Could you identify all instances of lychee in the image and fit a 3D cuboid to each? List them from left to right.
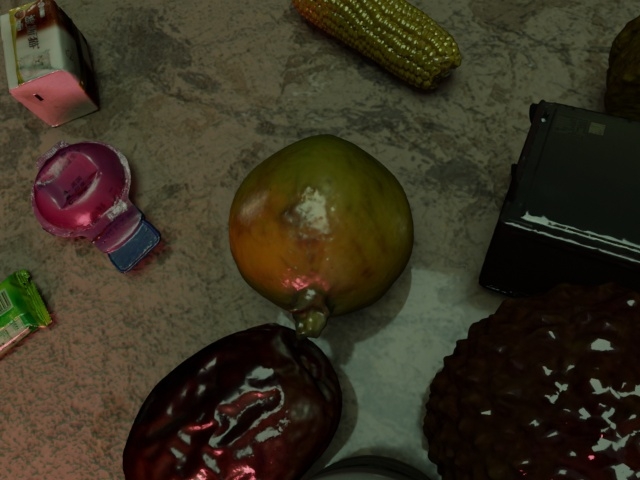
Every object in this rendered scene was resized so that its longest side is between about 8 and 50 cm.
[{"bbox_3d":[0.245,0.170,0.464,0.304,0.276,0.275,-13,68,25],"label":"lychee"}]

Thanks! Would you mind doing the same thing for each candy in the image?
[{"bbox_3d":[-0.463,0.128,0.715,0.178,0.032,0.102,-38,73,-7],"label":"candy"}]

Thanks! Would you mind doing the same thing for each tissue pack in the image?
[{"bbox_3d":[-0.418,-0.276,0.808,0.099,0.106,0.148,-20,70,2],"label":"tissue pack"}]

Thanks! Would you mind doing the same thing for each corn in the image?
[{"bbox_3d":[0.077,-0.316,0.750,0.293,0.106,0.106,39,81,14],"label":"corn"}]

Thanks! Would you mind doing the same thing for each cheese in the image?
[{"bbox_3d":[-0.322,-0.055,0.740,0.244,0.062,0.155,42,83,18],"label":"cheese"}]

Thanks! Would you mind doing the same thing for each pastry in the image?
[{"bbox_3d":[0.432,-0.199,0.603,0.189,0.188,0.103,8,75,12],"label":"pastry"}]

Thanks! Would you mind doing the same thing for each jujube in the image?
[{"bbox_3d":[-0.097,0.203,0.550,0.243,0.183,0.183,-43,69,15],"label":"jujube"}]

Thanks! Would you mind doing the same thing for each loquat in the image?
[{"bbox_3d":[0.000,0.000,0.590,0.214,0.213,0.246,-1,49,9],"label":"loquat"}]

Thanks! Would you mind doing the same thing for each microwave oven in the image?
[{"bbox_3d":[0.316,-0.013,0.561,0.248,0.188,0.178,19,69,19],"label":"microwave oven"}]

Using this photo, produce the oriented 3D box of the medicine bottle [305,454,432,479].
[{"bbox_3d":[0.035,0.291,0.414,0.208,0.339,0.208,-3,70,7],"label":"medicine bottle"}]
